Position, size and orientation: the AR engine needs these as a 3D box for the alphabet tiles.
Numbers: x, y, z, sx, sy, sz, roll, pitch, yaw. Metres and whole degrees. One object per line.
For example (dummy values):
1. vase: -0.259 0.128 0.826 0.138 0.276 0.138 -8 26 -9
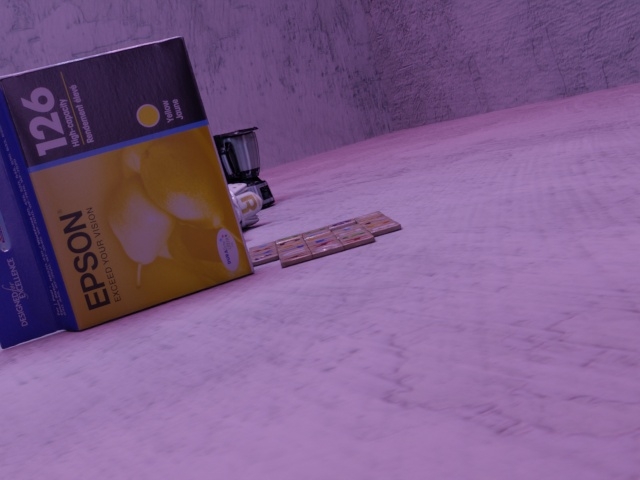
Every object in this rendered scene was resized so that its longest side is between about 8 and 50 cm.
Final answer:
1. alphabet tiles: 0.000 0.000 1.241 0.198 0.009 0.237 -16 7 -2

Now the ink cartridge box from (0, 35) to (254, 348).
1. ink cartridge box: -0.266 -0.059 1.098 0.307 0.303 0.072 -19 8 -22

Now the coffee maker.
1. coffee maker: -0.194 -0.147 2.044 0.120 0.178 0.171 -19 10 -39

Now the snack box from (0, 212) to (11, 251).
1. snack box: -0.350 -0.002 1.334 0.070 0.174 0.207 -4 12 41

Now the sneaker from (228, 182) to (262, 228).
1. sneaker: -0.168 -0.057 1.618 0.169 0.108 0.292 -23 9 -25
